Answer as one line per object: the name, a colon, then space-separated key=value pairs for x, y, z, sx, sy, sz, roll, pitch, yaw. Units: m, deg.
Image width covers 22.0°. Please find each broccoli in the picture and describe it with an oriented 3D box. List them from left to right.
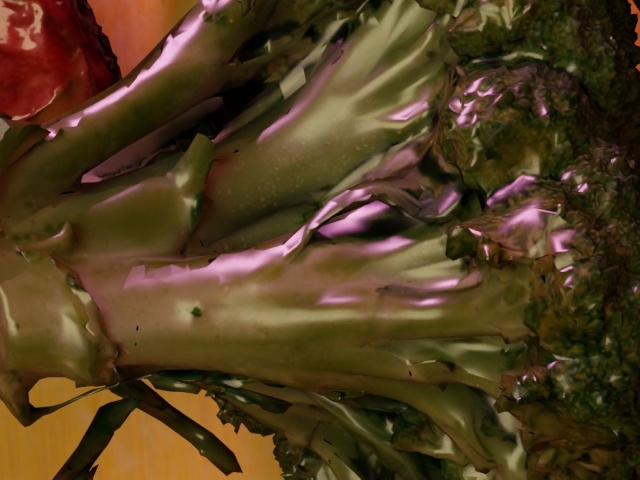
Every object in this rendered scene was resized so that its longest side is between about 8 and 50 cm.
broccoli: x=0.000 y=0.000 z=0.655 sx=0.304 sy=0.283 sz=0.321 roll=61 pitch=150 yaw=29

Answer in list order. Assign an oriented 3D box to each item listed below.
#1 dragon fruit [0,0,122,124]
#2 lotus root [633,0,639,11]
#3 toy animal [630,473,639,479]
dragon fruit: x=-0.229 y=-0.120 z=0.816 sx=0.205 sy=0.152 sz=0.317 roll=-28 pitch=77 yaw=-6
lotus root: x=0.181 y=-0.152 z=0.624 sx=0.175 sy=0.175 sz=0.349 roll=-42 pitch=70 yaw=23
toy animal: x=0.157 y=0.185 z=0.647 sx=0.166 sy=0.138 sz=0.179 roll=22 pitch=95 yaw=44
